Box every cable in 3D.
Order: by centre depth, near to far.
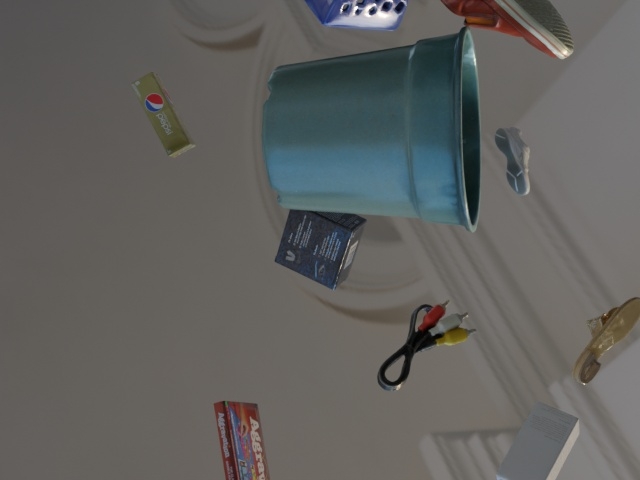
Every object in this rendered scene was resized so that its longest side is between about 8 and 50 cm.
[{"bbox_3d":[0.225,0.230,2.183,0.287,0.072,0.139,-29,-114,-34],"label":"cable"}]

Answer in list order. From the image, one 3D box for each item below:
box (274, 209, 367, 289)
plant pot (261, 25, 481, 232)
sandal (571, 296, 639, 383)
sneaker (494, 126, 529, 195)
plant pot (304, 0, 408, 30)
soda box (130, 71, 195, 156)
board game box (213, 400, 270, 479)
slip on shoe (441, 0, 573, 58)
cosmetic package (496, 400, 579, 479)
[{"bbox_3d":[0.000,0.000,2.103,0.158,0.155,0.093,25,-152,15],"label":"box"},{"bbox_3d":[0.094,-0.184,1.609,0.334,0.341,0.341,0,-150,15],"label":"plant pot"},{"bbox_3d":[0.608,0.203,2.066,0.079,0.240,0.088,25,158,48],"label":"sandal"},{"bbox_3d":[0.426,-0.173,2.013,0.061,0.054,0.152,-16,-90,-31],"label":"sneaker"},{"bbox_3d":[0.086,-0.647,2.193,0.236,0.212,0.236,-6,-128,-37],"label":"plant pot"},{"bbox_3d":[-0.345,-0.275,2.070,0.181,0.058,0.061,62,-175,0],"label":"soda box"},{"bbox_3d":[-0.134,0.441,1.748,0.145,0.027,0.281,30,-134,-67],"label":"board game box"},{"bbox_3d":[0.295,-0.412,1.635,0.331,0.101,0.123,30,-138,-7],"label":"slip on shoe"},{"bbox_3d":[0.535,0.521,2.306,0.117,0.085,0.231,21,-120,32],"label":"cosmetic package"}]
